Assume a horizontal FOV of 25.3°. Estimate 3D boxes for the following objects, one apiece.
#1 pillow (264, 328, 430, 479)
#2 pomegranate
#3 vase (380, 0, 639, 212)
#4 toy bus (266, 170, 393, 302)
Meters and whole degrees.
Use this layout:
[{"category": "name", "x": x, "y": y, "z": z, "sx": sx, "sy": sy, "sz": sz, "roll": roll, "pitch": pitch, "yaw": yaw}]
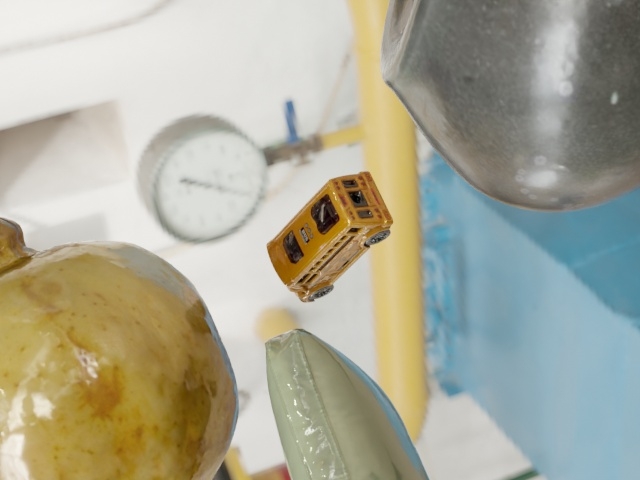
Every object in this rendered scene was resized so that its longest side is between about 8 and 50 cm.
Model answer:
[{"category": "pillow", "x": 0.049, "y": 0.261, "z": 1.459, "sx": 0.255, "sy": 0.120, "sz": 0.322, "roll": 47, "pitch": -161, "yaw": -58}, {"category": "pomegranate", "x": -0.293, "y": 0.157, "z": 1.614, "sx": 0.410, "sy": 0.410, "sz": 0.410, "roll": 163, "pitch": 90, "yaw": -72}, {"category": "vase", "x": 0.113, "y": -0.057, "z": 0.408, "sx": 0.120, "sy": 0.183, "sz": 0.120, "roll": -166, "pitch": 90, "yaw": -84}, {"category": "toy bus", "x": 0.000, "y": 0.000, "z": 1.726, "sx": 0.194, "sy": 0.088, "sz": 0.083, "roll": -46, "pitch": 62, "yaw": 42}]
